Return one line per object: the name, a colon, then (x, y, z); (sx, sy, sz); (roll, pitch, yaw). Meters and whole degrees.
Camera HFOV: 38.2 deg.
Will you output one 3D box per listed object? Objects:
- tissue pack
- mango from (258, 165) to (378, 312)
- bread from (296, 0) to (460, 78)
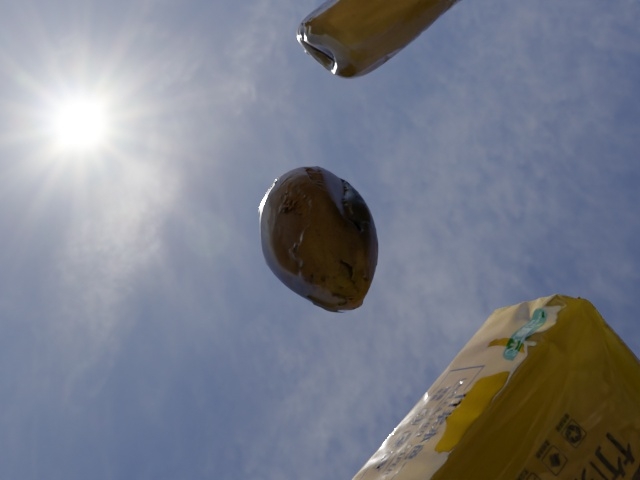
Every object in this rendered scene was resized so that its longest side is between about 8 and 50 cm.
tissue pack: (0.207, 0.290, 0.960); (0.382, 0.293, 0.228); (-45, -174, -24)
mango: (0.000, 0.000, 1.185); (0.151, 0.156, 0.248); (-36, -142, 2)
bread: (0.063, -0.236, 0.965); (0.173, 0.085, 0.134); (-38, -164, -9)
